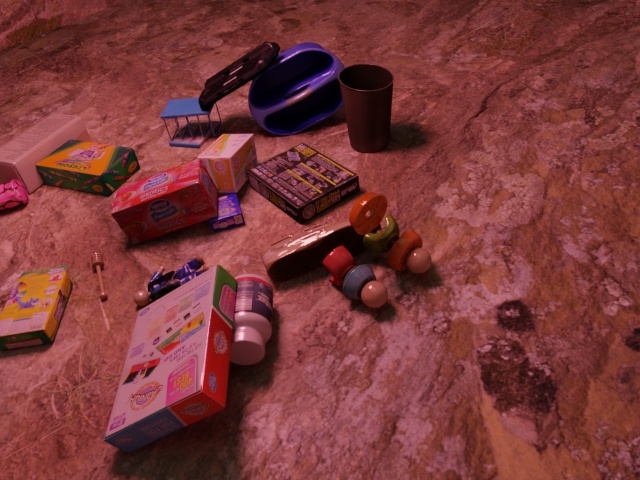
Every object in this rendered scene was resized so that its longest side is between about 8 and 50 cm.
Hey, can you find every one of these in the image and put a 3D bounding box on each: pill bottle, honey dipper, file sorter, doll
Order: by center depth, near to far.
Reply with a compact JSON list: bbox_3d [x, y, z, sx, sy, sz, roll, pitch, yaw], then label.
[{"bbox_3d":[-0.155,0.169,1.148,0.108,0.108,0.180,-7,41,3],"label":"pill bottle"},{"bbox_3d":[-0.363,0.102,1.309,0.189,0.046,0.129,-30,54,-15],"label":"doll"},{"bbox_3d":[-0.562,0.091,1.372,0.030,0.030,0.161,-20,43,-13],"label":"honey dipper"},{"bbox_3d":[-0.442,-0.420,1.864,0.170,0.104,0.118,-3,40,7],"label":"file sorter"}]

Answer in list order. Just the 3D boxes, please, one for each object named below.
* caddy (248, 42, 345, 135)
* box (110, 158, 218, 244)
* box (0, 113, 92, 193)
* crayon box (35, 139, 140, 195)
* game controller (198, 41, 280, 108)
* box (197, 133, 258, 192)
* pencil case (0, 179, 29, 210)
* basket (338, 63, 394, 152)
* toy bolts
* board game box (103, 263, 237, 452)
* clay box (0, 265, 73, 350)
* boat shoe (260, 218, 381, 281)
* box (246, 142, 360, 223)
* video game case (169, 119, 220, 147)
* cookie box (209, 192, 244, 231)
[{"bbox_3d":[-0.076,-0.499,1.790,0.341,0.241,0.179,-26,32,9],"label":"caddy"},{"bbox_3d":[-0.420,-0.106,1.472,0.257,0.123,0.128,-19,40,6],"label":"box"},{"bbox_3d":[-0.945,-0.301,1.826,0.148,0.121,0.311,12,44,22],"label":"box"},{"bbox_3d":[-0.754,-0.241,1.753,0.278,0.081,0.165,11,44,21],"label":"crayon box"},{"bbox_3d":[-0.268,-0.533,1.751,0.319,0.067,0.166,-21,45,31],"label":"game controller"},{"bbox_3d":[-0.271,-0.233,1.605,0.103,0.114,0.203,2,31,14],"label":"box"},{"bbox_3d":[-1.016,-0.118,1.652,0.209,0.095,0.098,-23,7,-14],"label":"pencil case"},{"bbox_3d":[0.147,-0.399,1.663,0.154,0.227,0.204,-20,41,-12],"label":"basket"},{"bbox_3d":[0.130,0.034,1.202,0.228,0.218,0.158,-44,55,-11],"label":"toy bolts"},{"bbox_3d":[-0.285,0.222,1.064,0.242,0.064,0.316,-29,36,20],"label":"board game box"},{"bbox_3d":[-0.686,0.156,1.300,0.127,0.053,0.222,-9,39,0],"label":"clay box"},{"bbox_3d":[0.000,0.000,1.322,0.302,0.109,0.098,-23,43,-7],"label":"boat shoe"},{"bbox_3d":[-0.053,-0.174,1.567,0.216,0.060,0.270,-31,45,-25],"label":"box"},{"bbox_3d":[-0.445,-0.379,1.911,0.119,0.015,0.166,7,43,18],"label":"video game case"},{"bbox_3d":[-0.267,-0.080,1.508,0.092,0.040,0.107,-16,40,-7],"label":"cookie box"}]
